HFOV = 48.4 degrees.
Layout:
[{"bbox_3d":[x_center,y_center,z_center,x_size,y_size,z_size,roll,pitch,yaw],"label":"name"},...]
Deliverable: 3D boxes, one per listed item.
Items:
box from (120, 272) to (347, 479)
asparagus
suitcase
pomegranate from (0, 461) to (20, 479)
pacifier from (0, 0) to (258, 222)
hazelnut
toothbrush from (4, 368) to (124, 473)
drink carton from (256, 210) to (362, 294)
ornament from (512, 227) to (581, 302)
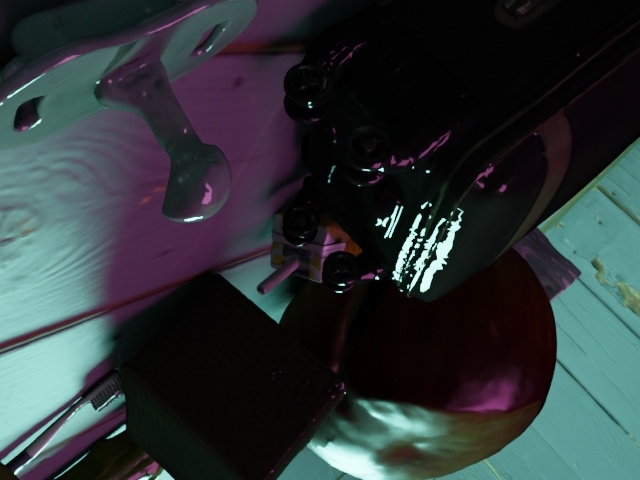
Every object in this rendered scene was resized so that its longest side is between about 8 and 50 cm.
[{"bbox_3d":[-0.105,0.186,0.775,0.143,0.184,0.273,-44,168,-29],"label":"box"},{"bbox_3d":[-0.271,0.296,0.917,0.343,0.082,0.085,-36,127,-20],"label":"asparagus"},{"bbox_3d":[0.173,-0.133,0.606,0.434,0.194,0.283,-38,164,-18],"label":"suitcase"},{"bbox_3d":[-0.288,0.226,0.489,0.191,0.191,0.191,-37,163,-13],"label":"pomegranate"},{"bbox_3d":[-0.087,-0.060,0.346,0.150,0.117,0.126,-35,-171,-34],"label":"pacifier"},{"bbox_3d":[0.111,0.139,0.961,0.359,0.359,0.409,-25,155,-44],"label":"hazelnut"},{"bbox_3d":[-0.317,0.235,0.736,0.288,0.026,0.024,-39,156,-5],"label":"toothbrush"},{"bbox_3d":[0.000,0.000,0.746,0.200,0.084,0.075,-17,120,-56],"label":"drink carton"},{"bbox_3d":[0.272,0.062,1.247,0.239,0.240,0.239,-48,163,22],"label":"ornament"}]
